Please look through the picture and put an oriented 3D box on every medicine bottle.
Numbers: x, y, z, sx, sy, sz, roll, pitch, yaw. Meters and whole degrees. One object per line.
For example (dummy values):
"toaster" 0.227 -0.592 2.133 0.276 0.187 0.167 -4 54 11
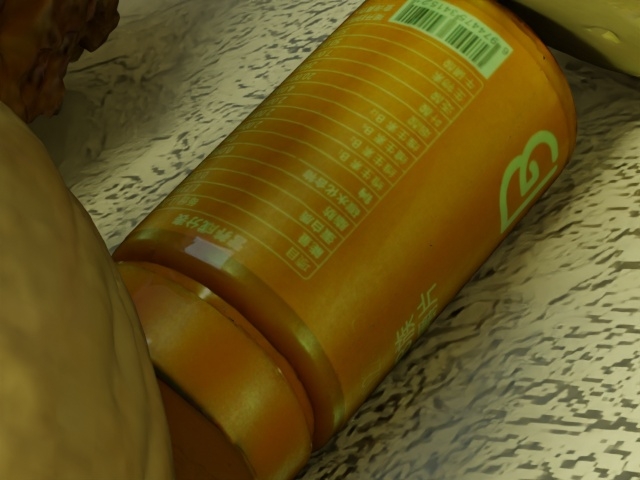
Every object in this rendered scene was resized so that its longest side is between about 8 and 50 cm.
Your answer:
"medicine bottle" 0.000 0.000 0.669 0.096 0.096 0.192 3 42 47

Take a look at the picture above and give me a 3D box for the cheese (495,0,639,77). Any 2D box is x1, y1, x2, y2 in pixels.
"cheese" 0.076 -0.147 0.684 0.128 0.259 0.316 -58 32 4

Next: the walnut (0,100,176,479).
"walnut" -0.183 0.089 0.511 0.252 0.277 0.313 137 145 -57

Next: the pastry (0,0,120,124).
"pastry" -0.259 -0.160 0.890 0.292 0.337 0.405 -10 24 33
